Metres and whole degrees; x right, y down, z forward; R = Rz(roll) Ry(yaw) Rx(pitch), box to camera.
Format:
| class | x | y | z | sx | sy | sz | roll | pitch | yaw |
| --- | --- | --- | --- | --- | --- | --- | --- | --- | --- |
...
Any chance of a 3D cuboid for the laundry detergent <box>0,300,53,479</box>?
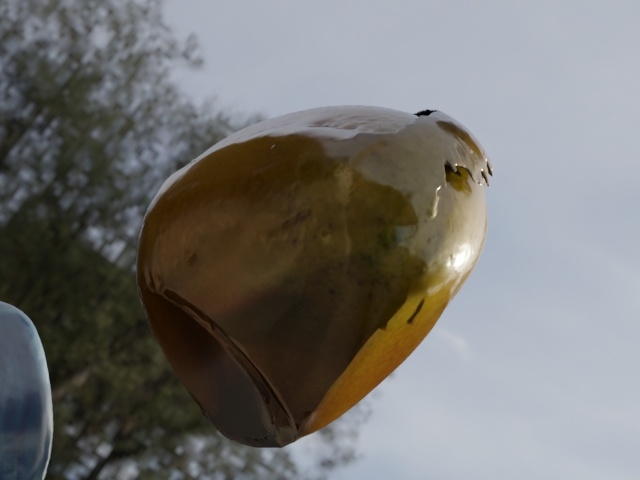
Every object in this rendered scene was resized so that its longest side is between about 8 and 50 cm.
| class | x | y | z | sx | sy | sz | roll | pitch | yaw |
| --- | --- | --- | --- | --- | --- | --- | --- | --- | --- |
| laundry detergent | -0.295 | 0.124 | 1.013 | 0.094 | 0.290 | 0.143 | 11 | -73 | 39 |

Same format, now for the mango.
| class | x | y | z | sx | sy | sz | roll | pitch | yaw |
| --- | --- | --- | --- | --- | --- | --- | --- | --- | --- |
| mango | 0.000 | 0.000 | 0.841 | 0.136 | 0.166 | 0.236 | 53 | -18 | -10 |
